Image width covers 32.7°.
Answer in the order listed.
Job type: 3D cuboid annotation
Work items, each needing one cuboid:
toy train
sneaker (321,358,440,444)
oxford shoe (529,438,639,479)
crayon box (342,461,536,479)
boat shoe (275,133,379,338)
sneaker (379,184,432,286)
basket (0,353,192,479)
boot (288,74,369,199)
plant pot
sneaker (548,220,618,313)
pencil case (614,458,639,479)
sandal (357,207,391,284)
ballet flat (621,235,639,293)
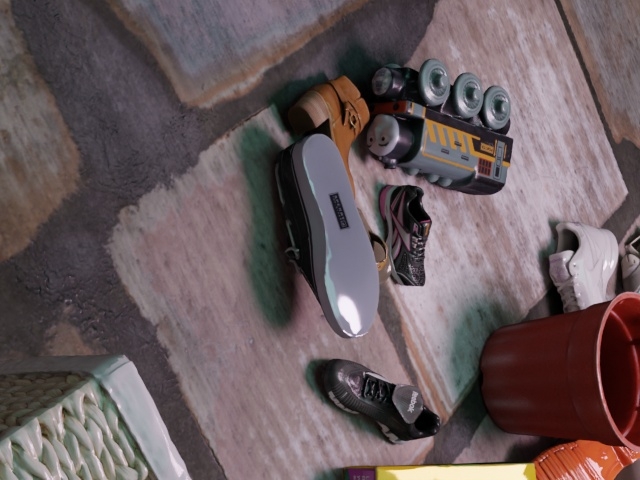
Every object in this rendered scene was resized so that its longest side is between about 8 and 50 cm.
[{"bbox_3d":[0.208,-0.191,1.872,0.334,0.142,0.190,12,83,-44],"label":"toy train"},{"bbox_3d":[0.103,0.244,1.687,0.234,0.106,0.078,40,55,-34],"label":"sneaker"},{"bbox_3d":[0.465,0.424,2.018,0.363,0.133,0.130,-26,83,-25],"label":"oxford shoe"},{"bbox_3d":[0.191,0.528,1.677,0.313,0.106,0.363,6,77,-30],"label":"crayon box"},{"bbox_3d":[-0.003,0.000,1.629,0.113,0.105,0.306,-16,87,-43],"label":"boat shoe"},{"bbox_3d":[0.150,-0.009,1.808,0.072,0.077,0.178,-17,95,-45],"label":"sneaker"},{"bbox_3d":[-0.299,0.317,1.094,0.266,0.331,0.328,-36,107,-42],"label":"basket"},{"bbox_3d":[0.036,-0.158,1.727,0.152,0.073,0.197,-42,117,-49],"label":"boot"},{"bbox_3d":[0.445,0.239,1.930,0.272,0.265,0.273,11,74,-44],"label":"plant pot"},{"bbox_3d":[0.501,0.104,2.150,0.152,0.114,0.305,21,63,-27],"label":"sneaker"},{"bbox_3d":[0.647,0.390,2.188,0.159,0.183,0.411,-3,82,-13],"label":"pencil case"},{"bbox_3d":[0.079,0.015,1.726,0.072,0.049,0.180,-58,143,-25],"label":"sandal"},{"bbox_3d":[0.690,0.046,2.381,0.068,0.072,0.213,41,49,1],"label":"ballet flat"}]
